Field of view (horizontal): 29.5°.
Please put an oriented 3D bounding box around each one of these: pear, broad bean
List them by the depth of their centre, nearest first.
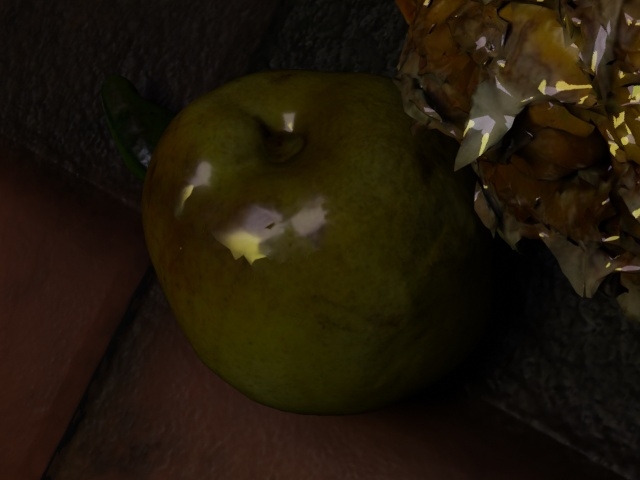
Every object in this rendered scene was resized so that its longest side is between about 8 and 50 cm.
[{"bbox_3d":[0.000,0.000,0.656,0.200,0.200,0.200,-11,68,31],"label":"pear"},{"bbox_3d":[-0.091,-0.047,0.819,0.195,0.046,0.061,33,82,32],"label":"broad bean"}]

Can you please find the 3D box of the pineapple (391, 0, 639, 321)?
[{"bbox_3d":[0.193,-0.110,0.503,0.352,0.300,0.352,-9,75,35],"label":"pineapple"}]
